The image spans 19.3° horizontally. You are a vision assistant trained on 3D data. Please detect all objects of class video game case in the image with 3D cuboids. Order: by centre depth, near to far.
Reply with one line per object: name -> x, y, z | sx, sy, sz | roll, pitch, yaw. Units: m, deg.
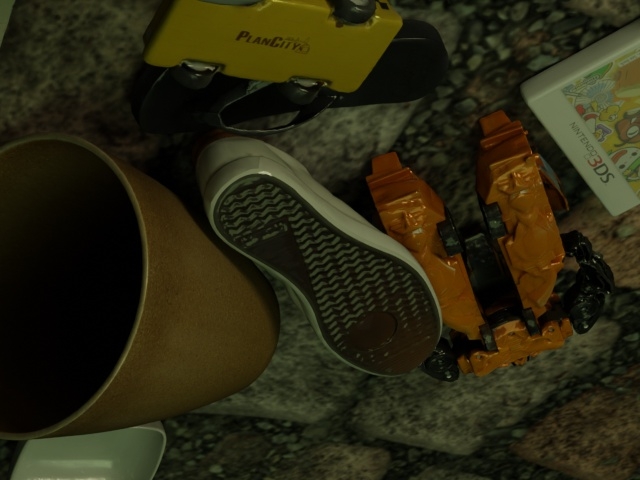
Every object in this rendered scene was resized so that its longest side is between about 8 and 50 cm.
video game case -> 0.311, -0.126, 1.612 | 0.227, 0.026, 0.206 | -29, 141, 14

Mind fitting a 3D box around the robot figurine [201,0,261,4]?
robot figurine -> -0.001, -0.271, 1.153 | 0.353, 0.199, 0.300 | -24, -178, -6

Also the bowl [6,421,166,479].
bowl -> -0.227, 0.200, 1.789 | 0.142, 0.053, 0.142 | 3, 137, -23

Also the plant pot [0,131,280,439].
plant pot -> -0.152, 0.056, 1.526 | 0.237, 0.237, 0.254 | -37, 151, 24

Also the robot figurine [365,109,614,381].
robot figurine -> 0.148, 0.018, 1.680 | 0.211, 0.085, 0.291 | -20, 141, 4

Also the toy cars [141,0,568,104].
toy cars -> 0.054, -0.208, 1.376 | 0.394, 0.087, 0.176 | -21, 146, 0

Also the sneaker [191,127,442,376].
sneaker -> 0.000, 0.000, 1.567 | 0.106, 0.123, 0.290 | -39, 128, 6

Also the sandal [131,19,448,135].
sandal -> -0.021, -0.125, 1.467 | 0.255, 0.054, 0.097 | -10, 141, -9

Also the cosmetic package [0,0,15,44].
cosmetic package -> -0.347, -0.213, 1.194 | 0.310, 0.113, 0.160 | 3, 137, -23
